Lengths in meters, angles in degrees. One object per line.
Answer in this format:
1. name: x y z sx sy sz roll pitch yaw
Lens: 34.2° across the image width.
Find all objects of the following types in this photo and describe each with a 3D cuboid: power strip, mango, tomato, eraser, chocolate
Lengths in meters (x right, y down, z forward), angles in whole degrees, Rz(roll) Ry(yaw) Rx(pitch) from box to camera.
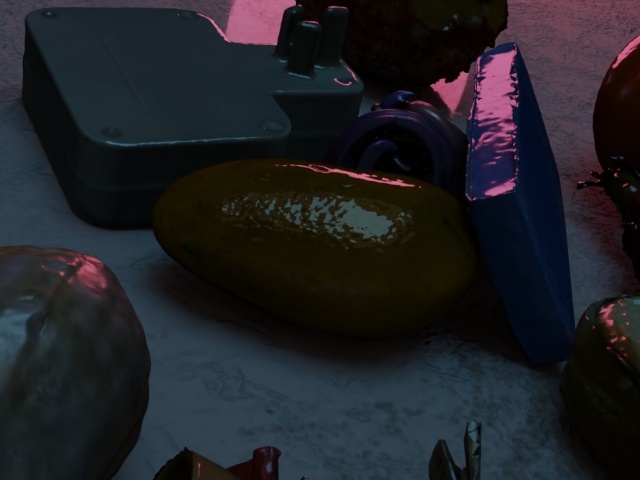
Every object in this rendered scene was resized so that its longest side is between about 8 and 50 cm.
1. power strip: -0.091 -0.126 0.848 0.261 0.141 0.229 -5 37 -27
2. mango: 0.000 0.000 0.705 0.227 0.109 0.147 7 34 -14
3. tomato: 0.379 -0.101 0.986 0.260 0.180 0.259 12 28 -7
4. eraser: 0.159 -0.044 0.832 0.043 0.144 0.312 -16 25 18
5. chocolate: -0.156 0.098 0.444 0.134 0.134 0.309 17 29 1

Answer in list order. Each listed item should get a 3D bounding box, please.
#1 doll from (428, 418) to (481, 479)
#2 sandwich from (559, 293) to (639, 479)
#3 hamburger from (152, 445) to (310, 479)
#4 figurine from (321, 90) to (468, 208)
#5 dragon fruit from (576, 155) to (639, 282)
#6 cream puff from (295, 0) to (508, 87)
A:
1. doll: 0.115 0.182 0.463 0.221 0.105 0.115 39 1 35
2. sandwich: 0.304 0.135 0.609 0.271 0.099 0.301 0 26 -8
3. hamburger: -0.022 0.170 0.377 0.137 0.175 0.175 29 29 -10
4. figurine: 0.071 -0.060 0.842 0.114 0.126 0.157 -8 11 18
5. dragon fruit: 0.301 -0.004 0.854 0.125 0.125 0.246 -19 38 -18
6. cream puff: 0.086 -0.253 1.119 0.240 0.163 0.240 10 16 -3
